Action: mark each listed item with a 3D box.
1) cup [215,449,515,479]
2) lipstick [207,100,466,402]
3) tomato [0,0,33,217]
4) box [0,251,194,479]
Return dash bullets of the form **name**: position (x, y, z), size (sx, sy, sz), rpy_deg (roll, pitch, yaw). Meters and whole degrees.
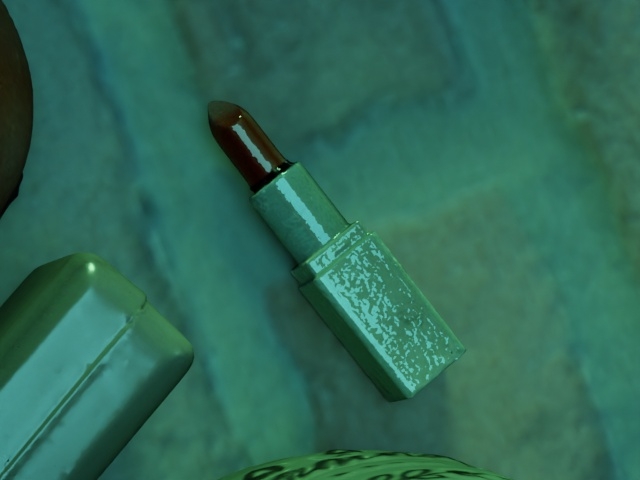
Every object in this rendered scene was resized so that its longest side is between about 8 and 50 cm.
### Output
- **cup**: position (-0.010, 0.160, 0.606), size (0.258, 0.234, 0.186), rpy_deg (-8, 84, -12)
- **lipstick**: position (0.000, 0.000, 0.732), size (0.030, 0.030, 0.129), rpy_deg (-40, 92, -15)
- **tomato**: position (-0.205, -0.041, 0.650), size (0.199, 0.112, 0.228), rpy_deg (34, 73, -5)
- **box**: position (-0.142, 0.110, 0.645), size (0.055, 0.103, 0.244), rpy_deg (43, 75, -10)
